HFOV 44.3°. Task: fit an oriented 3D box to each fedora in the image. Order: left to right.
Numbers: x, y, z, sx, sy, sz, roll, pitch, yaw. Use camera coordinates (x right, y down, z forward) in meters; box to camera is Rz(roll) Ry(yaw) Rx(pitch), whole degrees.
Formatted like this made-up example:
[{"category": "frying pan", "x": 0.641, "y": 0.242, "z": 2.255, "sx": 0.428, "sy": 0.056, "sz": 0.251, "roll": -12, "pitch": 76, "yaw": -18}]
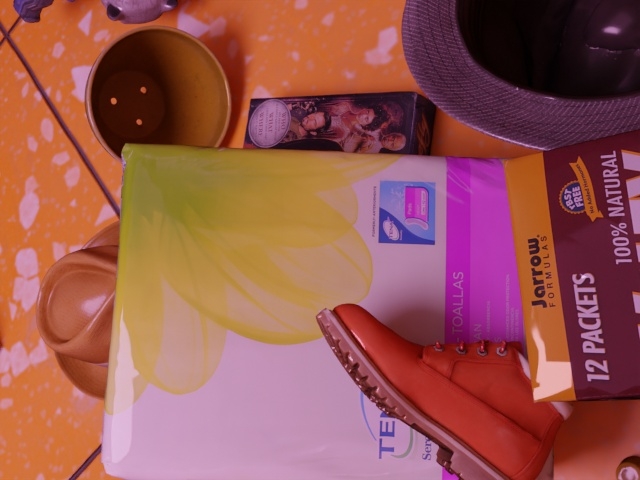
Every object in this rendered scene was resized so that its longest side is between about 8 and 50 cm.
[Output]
[{"category": "fedora", "x": -0.206, "y": 0.059, "z": 0.744, "sx": 0.194, "sy": 0.079, "sz": 0.194, "roll": -7, "pitch": 76, "yaw": 29}, {"category": "fedora", "x": 0.194, "y": -0.155, "z": 0.523, "sx": 0.244, "sy": 0.124, "sz": 0.275, "roll": 19, "pitch": 78, "yaw": 30}]

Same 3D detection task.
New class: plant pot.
[{"category": "plant pot", "x": -0.165, "y": -0.129, "z": 0.743, "sx": 0.095, "sy": 0.134, "sz": 0.134, "roll": 12, "pitch": 85, "yaw": 58}]

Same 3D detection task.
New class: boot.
[{"category": "boot", "x": 0.072, "y": 0.077, "z": 0.458, "sx": 0.158, "sy": 0.059, "sz": 0.084, "roll": 41, "pitch": 82, "yaw": -1}]

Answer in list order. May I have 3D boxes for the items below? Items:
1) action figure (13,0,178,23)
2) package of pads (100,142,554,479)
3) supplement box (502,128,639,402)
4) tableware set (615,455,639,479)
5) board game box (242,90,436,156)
[{"category": "action figure", "x": -0.193, "y": -0.373, "z": 0.777, "sx": 0.341, "sy": 0.179, "sz": 0.330, "roll": -26, "pitch": 70, "yaw": 50}, {"category": "package of pads", "x": 0.008, "y": 0.058, "z": 0.541, "sx": 0.297, "sy": 0.101, "sz": 0.229, "roll": 3, "pitch": 82, "yaw": 3}, {"category": "supplement box", "x": 0.229, "y": 0.017, "z": 0.429, "sx": 0.194, "sy": 0.191, "sz": 0.129, "roll": -11, "pitch": 75, "yaw": 29}, {"category": "tableware set", "x": 0.213, "y": 0.217, "z": 0.498, "sx": 0.104, "sy": 0.024, "sz": 0.154, "roll": -8, "pitch": 77, "yaw": 33}, {"category": "board game box", "x": 0.000, "y": 0.000, "z": 0.655, "sx": 0.165, "sy": 0.042, "sz": 0.243, "roll": 3, "pitch": 81, "yaw": 31}]
